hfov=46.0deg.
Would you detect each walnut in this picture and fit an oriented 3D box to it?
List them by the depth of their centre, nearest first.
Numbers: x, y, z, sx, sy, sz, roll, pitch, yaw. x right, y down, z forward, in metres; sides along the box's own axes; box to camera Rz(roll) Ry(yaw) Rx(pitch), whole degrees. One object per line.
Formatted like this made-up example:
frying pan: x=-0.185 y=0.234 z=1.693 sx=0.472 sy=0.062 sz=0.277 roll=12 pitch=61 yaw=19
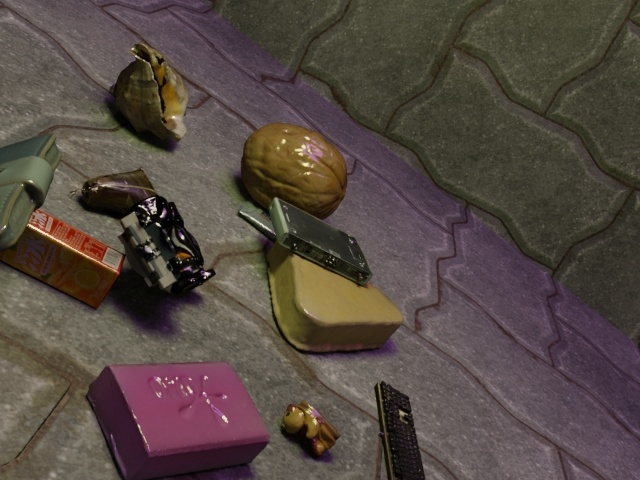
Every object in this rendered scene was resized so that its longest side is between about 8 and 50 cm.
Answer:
walnut: x=-0.077 y=-0.191 z=2.124 sx=0.313 sy=0.251 sz=0.277 roll=24 pitch=2 yaw=15

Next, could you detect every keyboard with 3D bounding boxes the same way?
keyboard: x=0.171 y=0.426 z=1.626 sx=0.106 sy=0.027 sz=0.317 roll=30 pitch=24 yaw=-18

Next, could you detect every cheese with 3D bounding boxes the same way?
cheese: x=0.003 y=0.145 z=1.811 sx=0.384 sy=0.104 sz=0.384 roll=31 pitch=24 yaw=-15

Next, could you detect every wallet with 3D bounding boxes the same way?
wallet: x=-0.562 y=-0.062 z=1.234 sx=0.360 sy=0.252 sz=0.083 roll=-99 pitch=168 yaw=-58

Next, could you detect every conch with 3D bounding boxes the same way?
conch: x=-0.463 y=-0.386 z=2.032 sx=0.263 sy=0.186 sz=0.324 roll=63 pitch=5 yaw=23

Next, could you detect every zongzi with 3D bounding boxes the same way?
zongzi: x=-0.417 y=-0.068 z=1.648 sx=0.184 sy=0.084 sz=0.187 roll=53 pitch=33 yaw=11

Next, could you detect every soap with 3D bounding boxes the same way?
soap: x=-0.228 y=0.286 z=1.234 sx=0.259 sy=0.081 sz=0.181 roll=10 pitch=35 yaw=-48

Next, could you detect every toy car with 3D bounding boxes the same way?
toy car: x=-0.302 y=0.022 z=1.505 sx=0.193 sy=0.118 sz=0.301 roll=57 pitch=-3 yaw=1

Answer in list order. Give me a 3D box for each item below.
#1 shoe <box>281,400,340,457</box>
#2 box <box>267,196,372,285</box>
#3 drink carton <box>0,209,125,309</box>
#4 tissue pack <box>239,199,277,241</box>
shoe: x=-0.019 y=0.356 z=1.425 sx=0.109 sy=0.069 sz=0.072 roll=43 pitch=-16 yaw=-17
box: x=0.000 y=0.000 z=1.893 sx=0.270 sy=0.045 sz=0.211 roll=27 pitch=22 yaw=-25
drink carton: x=-0.474 y=0.023 z=1.355 sx=0.223 sy=0.096 sz=0.071 roll=31 pitch=24 yaw=-18
tissue pack: x=-0.136 y=-0.042 z=2.060 sx=0.193 sy=0.026 sz=0.122 roll=38 pitch=22 yaw=1
